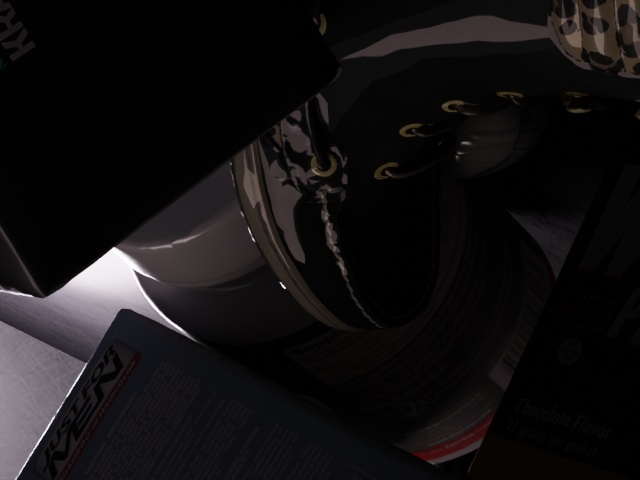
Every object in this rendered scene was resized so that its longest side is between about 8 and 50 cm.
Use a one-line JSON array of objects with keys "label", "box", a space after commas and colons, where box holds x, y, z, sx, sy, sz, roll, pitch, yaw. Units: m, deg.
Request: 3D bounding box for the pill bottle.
[{"label": "pill bottle", "box": [0.000, 0.000, 1.006, 0.161, 0.161, 0.283, 16, 165, 37]}]

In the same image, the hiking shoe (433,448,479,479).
[{"label": "hiking shoe", "box": [0.101, 0.139, 1.510, 0.086, 0.114, 0.227, 29, 167, -17]}]

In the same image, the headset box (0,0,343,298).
[{"label": "headset box", "box": [-0.154, -0.120, 0.661, 0.283, 0.131, 0.246, 3, 127, 60]}]

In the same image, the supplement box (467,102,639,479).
[{"label": "supplement box", "box": [0.194, 0.057, 0.777, 0.129, 0.194, 0.191, 14, 163, 46]}]

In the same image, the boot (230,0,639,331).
[{"label": "boot", "box": [0.056, -0.052, 0.684, 0.178, 0.085, 0.236, 13, 130, 33]}]

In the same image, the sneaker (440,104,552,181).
[{"label": "sneaker", "box": [-0.010, -0.094, 0.836, 0.237, 0.085, 0.086, 29, -166, 14]}]

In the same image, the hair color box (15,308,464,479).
[{"label": "hair color box", "box": [0.023, 0.151, 0.835, 0.185, 0.114, 0.374, 34, 173, -27]}]
